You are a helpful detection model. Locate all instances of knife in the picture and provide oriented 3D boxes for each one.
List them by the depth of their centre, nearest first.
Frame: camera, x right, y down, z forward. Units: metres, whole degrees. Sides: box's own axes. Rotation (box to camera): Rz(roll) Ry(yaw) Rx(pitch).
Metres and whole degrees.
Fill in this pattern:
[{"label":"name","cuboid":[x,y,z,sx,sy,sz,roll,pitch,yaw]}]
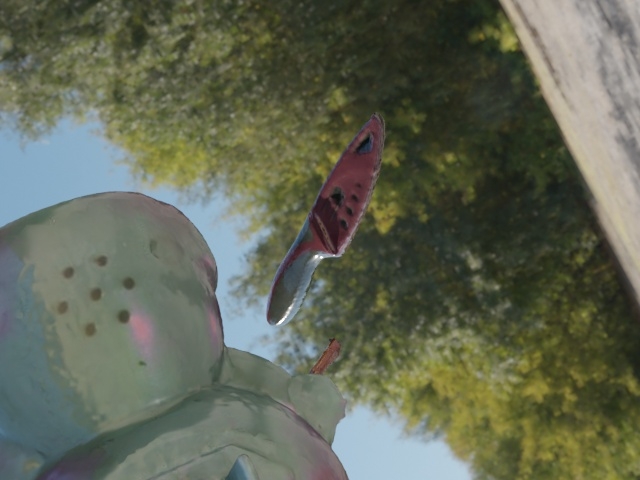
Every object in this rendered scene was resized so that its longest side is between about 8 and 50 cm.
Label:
[{"label":"knife","cuboid":[0.000,0.000,0.616,0.035,0.018,0.247,51,147,15]}]

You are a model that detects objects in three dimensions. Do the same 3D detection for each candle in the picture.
[{"label":"candle","cuboid":[0.004,0.180,1.371,0.167,0.021,0.026,-42,-62,-70]}]

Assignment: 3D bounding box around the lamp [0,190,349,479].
[{"label":"lamp","cuboid":[-0.097,0.119,0.544,0.301,0.247,0.247,63,158,16]}]
